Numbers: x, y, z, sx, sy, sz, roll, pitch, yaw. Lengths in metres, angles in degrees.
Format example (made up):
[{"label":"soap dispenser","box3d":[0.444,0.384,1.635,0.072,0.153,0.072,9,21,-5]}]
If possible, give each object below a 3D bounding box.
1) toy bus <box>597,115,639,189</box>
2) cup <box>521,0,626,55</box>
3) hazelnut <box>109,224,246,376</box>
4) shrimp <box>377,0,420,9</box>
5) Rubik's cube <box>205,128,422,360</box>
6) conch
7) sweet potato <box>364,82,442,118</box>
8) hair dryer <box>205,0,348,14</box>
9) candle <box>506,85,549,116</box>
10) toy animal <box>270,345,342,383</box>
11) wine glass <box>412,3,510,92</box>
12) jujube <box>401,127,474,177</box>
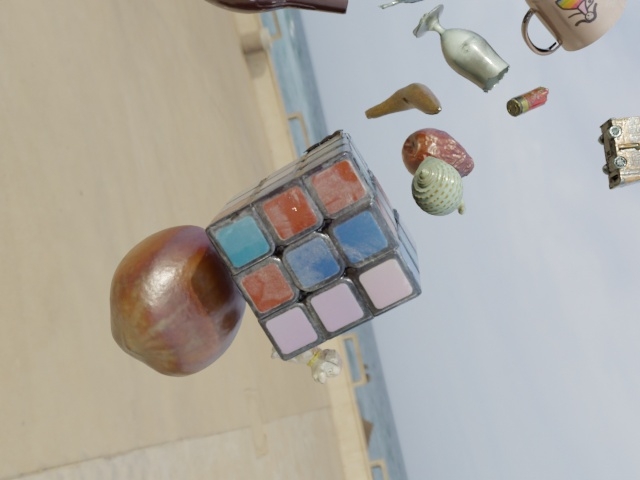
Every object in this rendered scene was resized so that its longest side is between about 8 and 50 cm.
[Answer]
[{"label":"toy bus","box3d":[0.813,-0.233,1.930,0.091,0.103,0.182,89,-4,-82]},{"label":"cup","box3d":[0.629,-0.611,1.890,0.200,0.253,0.191,37,25,-21]},{"label":"hazelnut","box3d":[-0.360,0.151,1.809,0.366,0.366,0.365,-13,90,-88]},{"label":"shrimp","box3d":[0.191,-0.530,1.412,0.372,0.137,0.172,2,101,-88]},{"label":"Rubik's cube","box3d":[0.000,0.000,1.614,0.358,0.362,0.363,61,9,-14]},{"label":"conch","box3d":[0.240,-0.108,1.509,0.153,0.102,0.135,68,1,-51]},{"label":"sweet potato","box3d":[0.256,-0.413,2.136,0.079,0.108,0.346,53,-23,-24]},{"label":"hair dryer","box3d":[-0.075,-0.501,1.267,0.340,0.313,0.123,148,-54,-77]},{"label":"candle","box3d":[0.536,-0.357,1.843,0.052,0.131,0.052,44,-32,37]},{"label":"toy animal","box3d":[-0.023,0.274,1.871,0.184,0.185,0.104,-74,-172,-69]},{"label":"wine glass","box3d":[0.326,-0.439,1.656,0.222,0.103,0.103,43,-4,10]},{"label":"jujube","box3d":[0.367,-0.257,2.245,0.168,0.237,0.168,-32,-129,50]}]
